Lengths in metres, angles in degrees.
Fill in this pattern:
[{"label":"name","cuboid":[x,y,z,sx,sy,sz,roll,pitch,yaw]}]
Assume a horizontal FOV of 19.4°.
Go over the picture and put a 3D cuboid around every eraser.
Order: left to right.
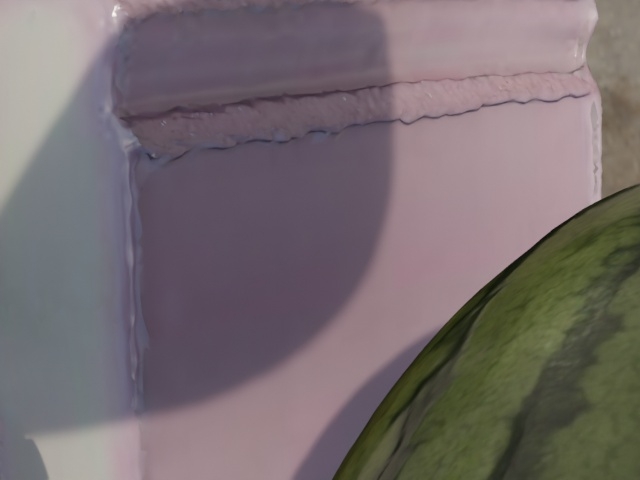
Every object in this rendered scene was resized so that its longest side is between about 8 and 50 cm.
[{"label":"eraser","cuboid":[0.000,0.000,0.950,0.122,0.272,0.359,5,-170,43]}]

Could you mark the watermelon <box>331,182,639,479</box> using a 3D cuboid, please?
[{"label":"watermelon","cuboid":[0.111,0.145,0.452,0.279,0.359,0.279,23,149,14]}]
